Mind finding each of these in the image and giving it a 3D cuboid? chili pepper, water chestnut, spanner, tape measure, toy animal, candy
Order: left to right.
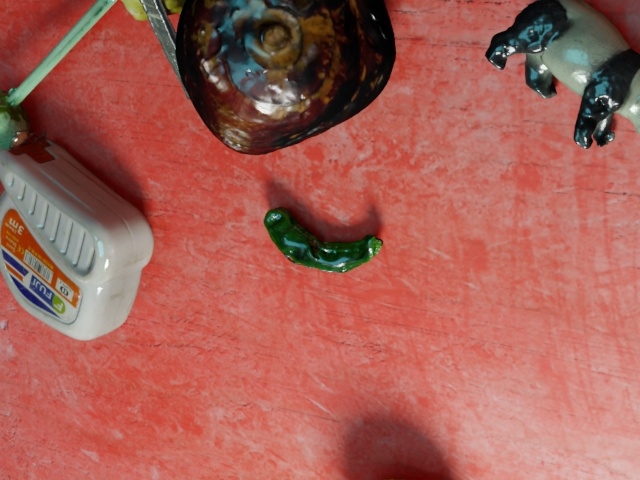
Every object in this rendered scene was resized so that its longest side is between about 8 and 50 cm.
[{"bbox_3d":[-0.406,-0.264,1.763,0.440,0.119,0.119,-41,82,27],"label":"candy"},{"bbox_3d":[-0.382,0.000,1.804,0.258,0.130,0.265,36,126,21],"label":"tape measure"},{"bbox_3d":[-0.204,-0.278,1.483,0.093,0.026,0.325,18,153,24],"label":"spanner"},{"bbox_3d":[-0.055,-0.249,1.448,0.244,0.289,0.289,-1,104,37],"label":"water chestnut"},{"bbox_3d":[0.001,0.006,1.611,0.182,0.050,0.073,15,105,25],"label":"chili pepper"},{"bbox_3d":[0.307,-0.184,1.343,0.225,0.094,0.121,45,114,14],"label":"toy animal"}]

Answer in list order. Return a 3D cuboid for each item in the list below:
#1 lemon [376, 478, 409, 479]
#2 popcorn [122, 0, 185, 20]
[{"bbox_3d":[0.099,0.407,1.599,0.206,0.173,0.174,2,106,31],"label":"lemon"},{"bbox_3d":[-0.189,-0.421,1.494,0.173,0.225,0.286,18,151,15],"label":"popcorn"}]
